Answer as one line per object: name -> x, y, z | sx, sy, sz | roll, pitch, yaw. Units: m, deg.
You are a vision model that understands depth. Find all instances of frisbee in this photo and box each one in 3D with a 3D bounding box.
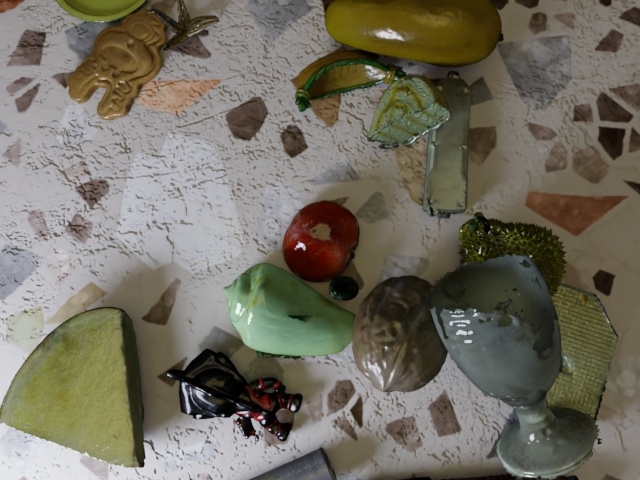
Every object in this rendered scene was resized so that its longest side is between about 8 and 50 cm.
frisbee -> -0.440, -0.554, 1.317 | 0.236, 0.017, 0.235 | 0, 83, 2

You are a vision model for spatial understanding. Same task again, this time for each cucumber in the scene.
cucumber -> 0.039, 0.087, 1.187 | 0.048, 0.105, 0.048 | -1, 85, 12

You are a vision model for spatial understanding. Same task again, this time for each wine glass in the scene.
wine glass -> 0.310, 0.196, 1.044 | 0.191, 0.190, 0.357 | -24, 105, -1

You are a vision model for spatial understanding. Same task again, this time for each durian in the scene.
durian -> 0.337, 0.039, 1.164 | 0.198, 0.146, 0.159 | 15, 100, 9

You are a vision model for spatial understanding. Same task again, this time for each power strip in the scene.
power strip -> 0.242, -0.182, 1.236 | 0.080, 0.048, 0.285 | 4, 83, 0

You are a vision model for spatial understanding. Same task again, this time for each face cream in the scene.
face cream -> -0.109, 0.461, 1.160 | 0.284, 0.073, 0.073 | -24, 83, -1

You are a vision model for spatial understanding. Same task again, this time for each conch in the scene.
conch -> -0.063, 0.145, 1.186 | 0.251, 0.137, 0.143 | 38, 58, -13

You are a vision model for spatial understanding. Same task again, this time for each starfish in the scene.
starfish -> -0.279, -0.417, 1.280 | 0.133, 0.041, 0.130 | 23, 72, 2

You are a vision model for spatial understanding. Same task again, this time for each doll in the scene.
doll -> -0.162, 0.284, 1.183 | 0.249, 0.088, 0.127 | 18, 64, -5

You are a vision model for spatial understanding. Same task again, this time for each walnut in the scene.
walnut -> 0.141, 0.166, 1.127 | 0.178, 0.178, 0.230 | 24, 51, 4

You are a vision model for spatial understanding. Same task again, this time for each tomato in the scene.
tomato -> 0.000, 0.000, 1.202 | 0.139, 0.091, 0.159 | 27, 87, 6

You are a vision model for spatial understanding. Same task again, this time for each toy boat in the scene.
toy boat -> 0.050, -0.307, 1.234 | 0.230, 0.089, 0.088 | -19, 68, -11

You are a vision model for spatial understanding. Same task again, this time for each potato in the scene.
potato -> -0.399, 0.248, 1.179 | 0.270, 0.112, 0.255 | 18, 81, 1

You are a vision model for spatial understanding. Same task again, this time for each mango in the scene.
mango -> 0.168, -0.397, 1.192 | 0.332, 0.195, 0.142 | 5, 107, 5

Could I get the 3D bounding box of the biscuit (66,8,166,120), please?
biscuit -> -0.393, -0.355, 1.287 | 0.144, 0.040, 0.236 | 34, 88, 0

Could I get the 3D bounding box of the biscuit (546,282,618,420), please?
biscuit -> 0.453, 0.210, 1.184 | 0.147, 0.046, 0.250 | 17, 85, 5

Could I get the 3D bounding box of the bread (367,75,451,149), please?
bread -> 0.156, -0.250, 1.207 | 0.156, 0.103, 0.110 | -25, 70, 30

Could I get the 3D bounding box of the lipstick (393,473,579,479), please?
lipstick -> 0.248, 0.455, 1.148 | 0.419, 0.077, 0.077 | -5, 83, 0
